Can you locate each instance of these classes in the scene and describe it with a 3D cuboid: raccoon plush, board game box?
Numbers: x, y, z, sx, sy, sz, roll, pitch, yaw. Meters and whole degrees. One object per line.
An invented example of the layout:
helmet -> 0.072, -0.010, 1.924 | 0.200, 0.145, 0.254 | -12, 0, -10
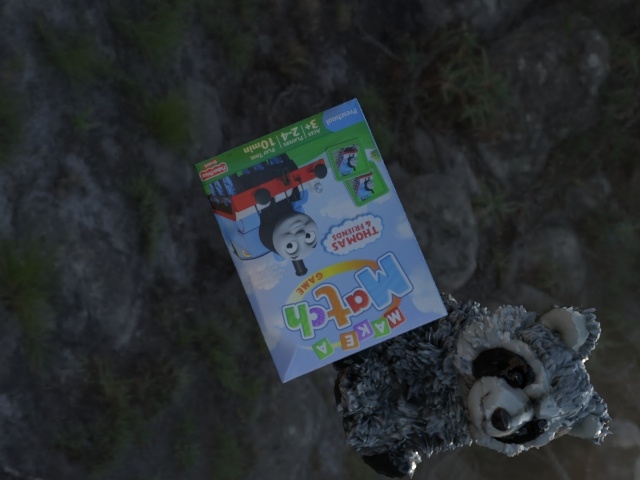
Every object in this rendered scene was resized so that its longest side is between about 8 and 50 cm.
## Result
raccoon plush -> 0.180, 0.097, 1.213 | 0.446, 0.299, 0.216 | -84, 158, -54
board game box -> 0.000, 0.000, 0.890 | 0.039, 0.160, 0.211 | 63, 4, -86
